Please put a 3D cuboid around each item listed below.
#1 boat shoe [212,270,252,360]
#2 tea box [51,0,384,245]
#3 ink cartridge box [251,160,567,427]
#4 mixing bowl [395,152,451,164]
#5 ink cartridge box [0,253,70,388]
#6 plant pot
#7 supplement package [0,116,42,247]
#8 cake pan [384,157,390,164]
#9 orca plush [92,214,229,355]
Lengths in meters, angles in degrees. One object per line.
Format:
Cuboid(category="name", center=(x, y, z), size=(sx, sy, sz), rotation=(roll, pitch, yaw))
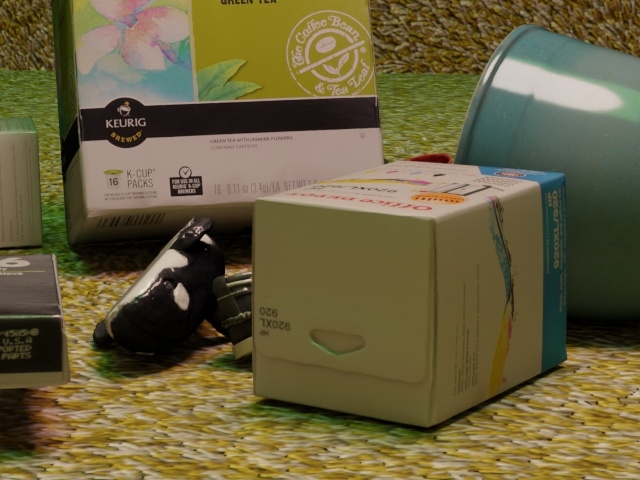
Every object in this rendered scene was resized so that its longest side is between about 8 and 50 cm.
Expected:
Cuboid(category="boat shoe", center=(0.000, 0.034, 1.728), size=(0.233, 0.079, 0.084), rotation=(-21, -10, -44))
Cuboid(category="tea box", center=(-0.120, -0.174, 2.148), size=(0.329, 0.324, 0.220), rotation=(-4, -8, -13))
Cuboid(category="ink cartridge box", center=(0.076, 0.035, 1.581), size=(0.171, 0.168, 0.232), rotation=(6, 13, 32))
Cuboid(category="mixing bowl", center=(0.061, -0.004, 1.904), size=(0.181, 0.098, 0.181), rotation=(-21, 13, 5))
Cuboid(category="ink cartridge box", center=(-0.357, 0.055, 1.539), size=(0.303, 0.072, 0.307), rotation=(-3, 14, -10))
Cuboid(category="plant pot", center=(0.285, -0.043, 1.780), size=(0.255, 0.272, 0.271), rotation=(13, 16, 23))
Cuboid(category="supplement package", center=(-0.444, -0.063, 2.209), size=(0.244, 0.134, 0.139), rotation=(-3, 11, -11))
Cuboid(category="cake pan", center=(-0.049, -0.127, 2.705), size=(0.293, 0.054, 0.293), rotation=(-1, 11, 0))
Cuboid(category="orca plush", center=(-0.123, 0.063, 1.769), size=(0.151, 0.102, 0.287), rotation=(-47, 4, -2))
